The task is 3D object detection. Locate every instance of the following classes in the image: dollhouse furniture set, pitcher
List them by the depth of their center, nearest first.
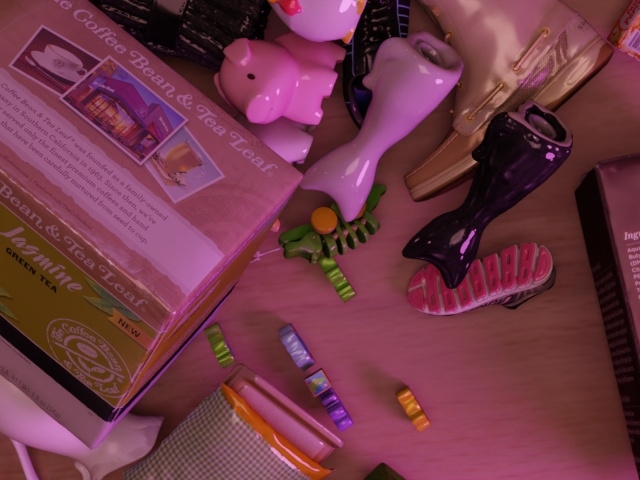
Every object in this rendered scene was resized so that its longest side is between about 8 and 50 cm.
[{"bbox_3d":[-0.029,0.296,1.629,0.301,0.151,0.197,39,100,-21],"label":"dollhouse furniture set"},{"bbox_3d":[-0.300,0.190,1.710,0.207,0.125,0.178,40,110,-12],"label":"pitcher"}]

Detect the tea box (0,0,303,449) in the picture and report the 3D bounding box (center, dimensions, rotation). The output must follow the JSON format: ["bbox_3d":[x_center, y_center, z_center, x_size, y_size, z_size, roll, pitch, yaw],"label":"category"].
[{"bbox_3d":[-0.246,-0.025,1.547,0.329,0.323,0.220,39,53,4],"label":"tea box"}]

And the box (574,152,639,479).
[{"bbox_3d":[0.370,0.104,1.606,0.143,0.191,0.381,-13,84,2],"label":"box"}]

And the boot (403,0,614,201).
[{"bbox_3d":[0.149,-0.186,1.674,0.262,0.095,0.203,-41,85,14],"label":"boot"}]

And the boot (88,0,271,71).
[{"bbox_3d":[-0.161,-0.357,1.650,0.260,0.131,0.348,10,105,8],"label":"boot"}]

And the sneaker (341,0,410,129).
[{"bbox_3d":[0.059,-0.215,1.625,0.081,0.090,0.232,-7,126,-5],"label":"sneaker"}]

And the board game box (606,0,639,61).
[{"bbox_3d":[0.415,-0.252,1.650,0.147,0.045,0.193,29,106,-13],"label":"board game box"}]

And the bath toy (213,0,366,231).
[{"bbox_3d":[-0.054,-0.152,1.583,0.129,0.151,0.348,22,127,-2],"label":"bath toy"}]

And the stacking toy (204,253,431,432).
[{"bbox_3d":[-0.005,0.147,1.725,0.167,0.052,0.221,-31,90,2],"label":"stacking toy"}]

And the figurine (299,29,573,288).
[{"bbox_3d":[0.108,-0.077,1.596,0.215,0.092,0.209,33,116,-5],"label":"figurine"}]

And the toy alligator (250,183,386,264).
[{"bbox_3d":[0.000,0.000,1.685,0.189,0.056,0.051,-28,73,-18],"label":"toy alligator"}]

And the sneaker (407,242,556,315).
[{"bbox_3d":[0.179,0.049,1.703,0.170,0.075,0.063,-17,66,23],"label":"sneaker"}]
